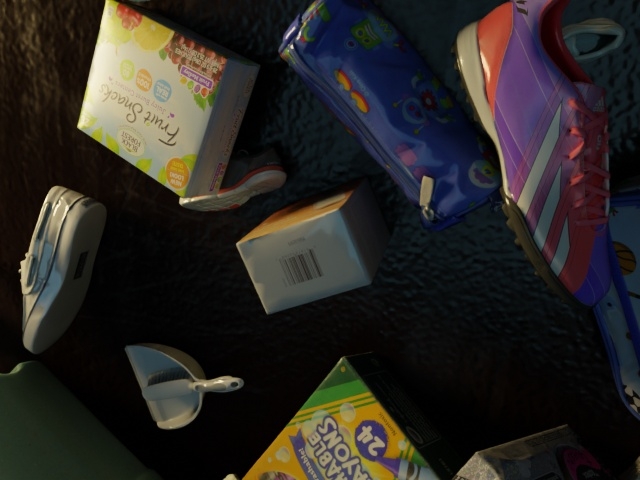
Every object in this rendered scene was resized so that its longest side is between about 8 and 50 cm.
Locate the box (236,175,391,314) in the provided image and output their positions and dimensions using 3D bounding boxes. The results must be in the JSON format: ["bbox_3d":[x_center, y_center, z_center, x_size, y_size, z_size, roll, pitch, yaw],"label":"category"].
[{"bbox_3d":[0.000,0.000,0.688,0.130,0.170,0.091,-19,102,19],"label":"box"}]

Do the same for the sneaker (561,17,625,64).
[{"bbox_3d":[0.248,-0.207,0.623,0.152,0.061,0.054,-13,104,19],"label":"sneaker"}]

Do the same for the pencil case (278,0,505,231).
[{"bbox_3d":[0.083,-0.143,0.648,0.306,0.133,0.119,50,138,-3],"label":"pencil case"}]

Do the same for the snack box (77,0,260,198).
[{"bbox_3d":[-0.194,-0.176,0.713,0.207,0.070,0.175,33,113,23],"label":"snack box"}]

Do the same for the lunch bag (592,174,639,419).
[{"bbox_3d":[0.399,0.076,0.596,0.243,0.114,0.304,-5,108,58],"label":"lunch bag"}]

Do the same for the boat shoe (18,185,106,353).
[{"bbox_3d":[-0.397,0.043,0.854,0.084,0.095,0.258,27,100,10],"label":"boat shoe"}]

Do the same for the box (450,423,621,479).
[{"bbox_3d":[0.242,0.330,0.664,0.142,0.247,0.163,50,117,36],"label":"box"}]

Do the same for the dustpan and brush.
[{"bbox_3d":[-0.200,0.216,0.862,0.211,0.060,0.147,-14,102,18],"label":"dustpan and brush"}]

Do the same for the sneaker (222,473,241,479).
[{"bbox_3d":[-0.166,0.444,0.824,0.130,0.147,0.330,45,147,20],"label":"sneaker"}]

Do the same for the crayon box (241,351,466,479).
[{"bbox_3d":[0.022,0.339,0.785,0.203,0.083,0.323,49,115,30],"label":"crayon box"}]

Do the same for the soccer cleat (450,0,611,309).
[{"bbox_3d":[0.237,-0.087,0.570,0.116,0.108,0.318,-22,87,41],"label":"soccer cleat"}]

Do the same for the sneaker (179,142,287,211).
[{"bbox_3d":[-0.118,-0.084,0.765,0.157,0.061,0.065,-17,75,17],"label":"sneaker"}]

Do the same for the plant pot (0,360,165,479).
[{"bbox_3d":[-0.425,0.384,0.845,0.334,0.341,0.341,48,111,5],"label":"plant pot"}]

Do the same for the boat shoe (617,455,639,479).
[{"bbox_3d":[0.422,0.326,0.722,0.096,0.088,0.267,44,112,-1],"label":"boat shoe"}]
